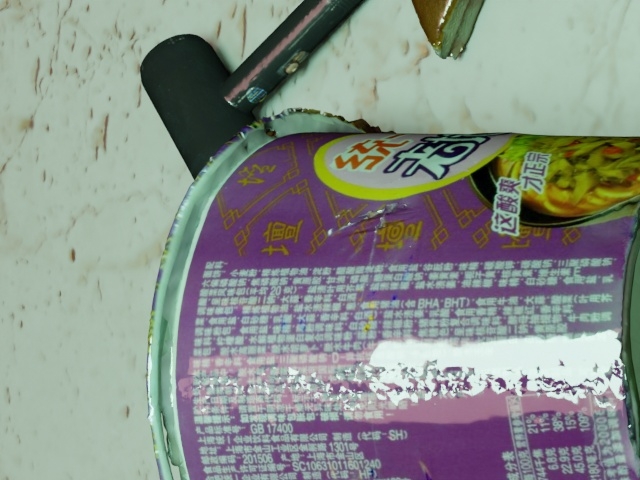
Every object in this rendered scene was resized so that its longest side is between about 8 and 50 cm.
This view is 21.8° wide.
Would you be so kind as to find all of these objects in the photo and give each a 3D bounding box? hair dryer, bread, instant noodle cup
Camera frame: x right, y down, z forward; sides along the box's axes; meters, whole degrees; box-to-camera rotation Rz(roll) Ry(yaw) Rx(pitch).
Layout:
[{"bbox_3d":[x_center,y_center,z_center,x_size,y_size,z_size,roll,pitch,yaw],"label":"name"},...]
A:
[{"bbox_3d":[-0.033,-0.163,1.317,0.255,0.070,0.128,-44,61,21],"label":"hair dryer"},{"bbox_3d":[0.092,-0.192,1.215,0.062,0.043,0.109,29,107,35],"label":"bread"},{"bbox_3d":[0.106,0.070,0.954,0.266,0.340,0.340,-7,83,33],"label":"instant noodle cup"}]

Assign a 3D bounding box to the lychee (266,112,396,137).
[{"bbox_3d":[0.000,0.000,1.201,0.188,0.188,0.188,-2,86,40],"label":"lychee"}]
